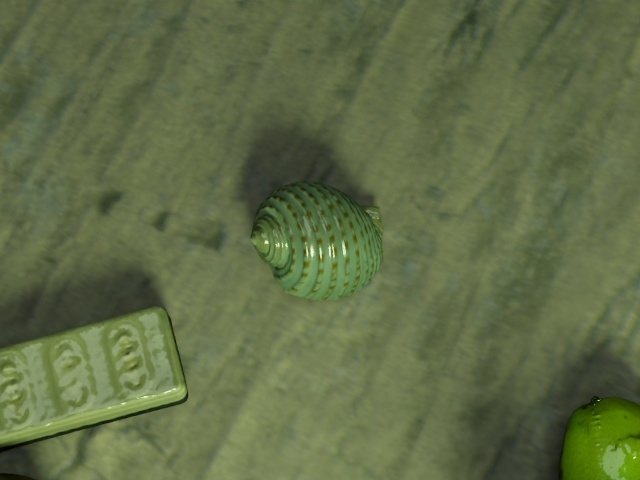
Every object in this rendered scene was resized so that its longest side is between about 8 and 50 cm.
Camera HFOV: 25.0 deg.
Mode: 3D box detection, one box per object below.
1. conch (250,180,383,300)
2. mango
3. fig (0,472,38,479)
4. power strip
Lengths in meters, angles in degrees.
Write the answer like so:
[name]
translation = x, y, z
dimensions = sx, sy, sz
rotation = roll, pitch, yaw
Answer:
[conch]
translation = -0.001, 0.000, 1.609
dimensions = 0.153, 0.102, 0.135
rotation = -6, 86, -3
[mango]
translation = 0.311, 0.253, 1.522
dimensions = 0.119, 0.100, 0.178
rotation = 0, 79, -3
[fig]
translation = -0.345, 0.301, 1.514
dimensions = 0.126, 0.185, 0.133
rotation = 47, 69, -28
[power strip]
translation = -0.278, 0.155, 1.568
dimensions = 0.256, 0.070, 0.105
rotation = -15, 72, -4
